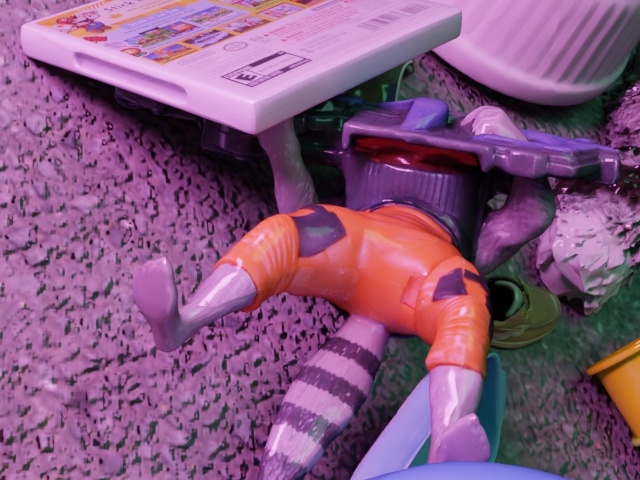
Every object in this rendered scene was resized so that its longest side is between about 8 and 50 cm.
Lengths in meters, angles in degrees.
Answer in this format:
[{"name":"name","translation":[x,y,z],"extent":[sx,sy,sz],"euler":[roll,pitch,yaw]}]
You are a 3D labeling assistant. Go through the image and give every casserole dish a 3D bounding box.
[{"name":"casserole dish","translation":[0.063,0.144,0.751],"extent":[0.037,0.114,0.188],"euler":[16,39,27]}]

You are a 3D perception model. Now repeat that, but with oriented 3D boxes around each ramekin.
[{"name":"ramekin","translation":[0.189,-0.260,1.074],"extent":[0.273,0.127,0.272],"euler":[17,48,-20]}]

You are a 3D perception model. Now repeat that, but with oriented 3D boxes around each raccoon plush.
[{"name":"raccoon plush","translation":[0.396,-0.110,1.013],"extent":[0.216,0.299,0.446],"euler":[41,46,-6]}]

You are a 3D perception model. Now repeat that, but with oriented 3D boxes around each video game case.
[{"name":"video game case","translation":[-0.050,-0.142,0.830],"extent":[0.206,0.026,0.227],"euler":[22,36,32]}]

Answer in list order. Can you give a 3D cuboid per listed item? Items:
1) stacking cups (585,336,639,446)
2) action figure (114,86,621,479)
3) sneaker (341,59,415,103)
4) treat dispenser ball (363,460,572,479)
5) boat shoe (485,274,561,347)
[{"name":"stacking cups","translation":[0.319,0.209,0.897],"extent":[0.096,0.096,0.316],"euler":[-24,80,-43]},{"name":"action figure","translation":[0.000,0.000,0.779],"extent":[0.341,0.178,0.330],"euler":[14,29,15]},{"name":"sneaker","translation":[0.035,-0.154,0.960],"extent":[0.086,0.064,0.192],"euler":[30,47,-26]},{"name":"treat dispenser ball","translation":[0.067,0.245,0.545],"extent":[0.288,0.288,0.288],"euler":[18,51,-25]},{"name":"boat shoe","translation":[0.132,0.049,0.895],"extent":[0.135,0.045,0.050],"euler":[-1,61,-36]}]
